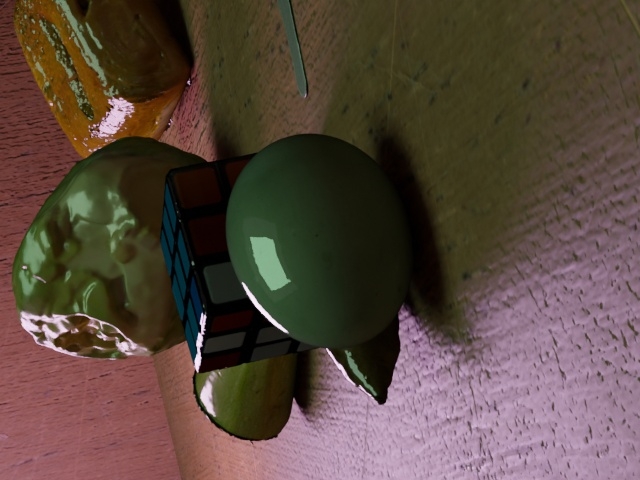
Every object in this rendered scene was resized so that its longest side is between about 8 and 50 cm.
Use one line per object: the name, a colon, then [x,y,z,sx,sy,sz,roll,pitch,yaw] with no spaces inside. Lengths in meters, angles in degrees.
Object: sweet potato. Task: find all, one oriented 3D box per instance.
sweet potato: [0.028,0.038,1.524,0.075,0.075,0.269,95,168,-56]

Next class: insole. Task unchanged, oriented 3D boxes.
insole: [-0.032,-0.214,1.706,0.053,0.002,0.152,174,84,-78]

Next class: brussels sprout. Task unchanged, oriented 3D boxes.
brussels sprout: [-0.239,0.020,2.232,0.268,0.344,0.344,41,165,0]

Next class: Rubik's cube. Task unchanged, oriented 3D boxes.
Rubik's cube: [-0.061,0.018,1.708,0.162,0.163,0.160,110,146,-62]

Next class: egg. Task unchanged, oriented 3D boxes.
egg: [0.000,0.000,1.419,0.149,0.149,0.192,92,162,-50]

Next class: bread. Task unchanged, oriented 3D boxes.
bread: [-0.333,-0.285,2.460,0.328,0.148,0.337,59,157,5]

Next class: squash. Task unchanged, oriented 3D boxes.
squash: [-0.082,0.132,2.014,0.287,0.137,0.137,103,152,-60]
